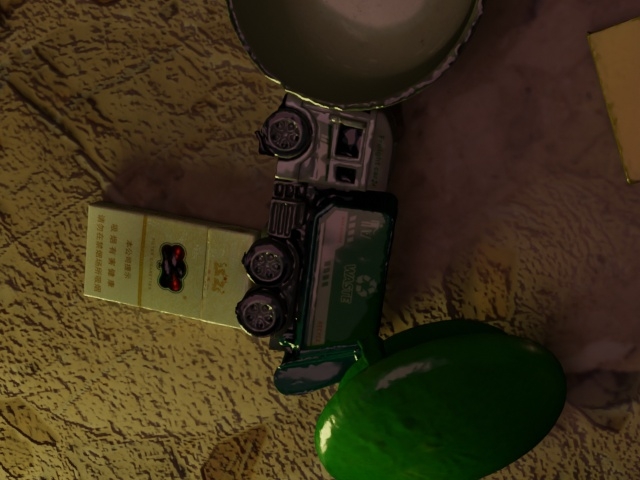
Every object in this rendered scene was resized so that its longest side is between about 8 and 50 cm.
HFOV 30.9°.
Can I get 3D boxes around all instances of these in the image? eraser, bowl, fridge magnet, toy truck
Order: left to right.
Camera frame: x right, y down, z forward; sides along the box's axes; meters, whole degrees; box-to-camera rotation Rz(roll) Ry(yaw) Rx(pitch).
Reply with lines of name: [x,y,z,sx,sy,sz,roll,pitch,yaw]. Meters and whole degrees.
toy truck: [0.000,0.000,0.962,0.124,0.114,0.253,10,105,3]
bowl: [0.038,-0.207,0.896,0.211,0.112,0.211,2,98,16]
fridge magnet: [0.095,0.137,0.929,0.208,0.208,0.088,-37,45,22]
eraser: [0.265,-0.115,0.876,0.097,0.045,0.122,-15,96,22]

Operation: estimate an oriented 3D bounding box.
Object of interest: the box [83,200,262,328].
box: [-0.137,0.022,1.056,0.166,0.024,0.090,10,104,18]
